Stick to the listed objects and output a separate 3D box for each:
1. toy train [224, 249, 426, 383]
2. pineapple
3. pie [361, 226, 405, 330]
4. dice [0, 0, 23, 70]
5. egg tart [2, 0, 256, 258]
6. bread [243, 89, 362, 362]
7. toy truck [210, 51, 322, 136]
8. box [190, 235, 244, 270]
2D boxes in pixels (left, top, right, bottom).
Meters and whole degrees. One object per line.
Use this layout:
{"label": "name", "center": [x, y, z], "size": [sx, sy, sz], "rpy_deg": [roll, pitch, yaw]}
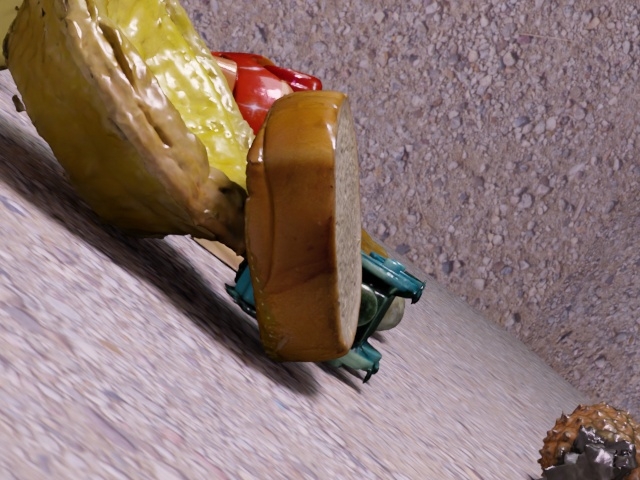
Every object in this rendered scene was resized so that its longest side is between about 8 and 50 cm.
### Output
{"label": "toy train", "center": [0.007, 0.045, 1.528], "size": [0.163, 0.112, 0.203], "rpy_deg": [32, 1, 5]}
{"label": "pineapple", "center": [0.278, 0.239, 1.658], "size": [0.128, 0.128, 0.248], "rpy_deg": [38, 10, 10]}
{"label": "pie", "center": [0.000, 0.000, 1.993], "size": [0.306, 0.071, 0.306], "rpy_deg": [46, 10, -10]}
{"label": "dice", "center": [-0.371, -0.332, 1.648], "size": [0.227, 0.238, 0.233], "rpy_deg": [41, 5, 40]}
{"label": "egg tart", "center": [-0.163, -0.116, 1.355], "size": [0.345, 0.132, 0.345], "rpy_deg": [58, 8, -13]}
{"label": "bread", "center": [-0.009, -0.012, 1.305], "size": [0.070, 0.236, 0.236], "rpy_deg": [0, -1, 7]}
{"label": "toy truck", "center": [-0.140, -0.127, 1.770], "size": [0.239, 0.189, 0.265], "rpy_deg": [14, 1, -20]}
{"label": "box", "center": [-0.095, 0.007, 1.709], "size": [0.073, 0.020, 0.149], "rpy_deg": [36, 4, 3]}
